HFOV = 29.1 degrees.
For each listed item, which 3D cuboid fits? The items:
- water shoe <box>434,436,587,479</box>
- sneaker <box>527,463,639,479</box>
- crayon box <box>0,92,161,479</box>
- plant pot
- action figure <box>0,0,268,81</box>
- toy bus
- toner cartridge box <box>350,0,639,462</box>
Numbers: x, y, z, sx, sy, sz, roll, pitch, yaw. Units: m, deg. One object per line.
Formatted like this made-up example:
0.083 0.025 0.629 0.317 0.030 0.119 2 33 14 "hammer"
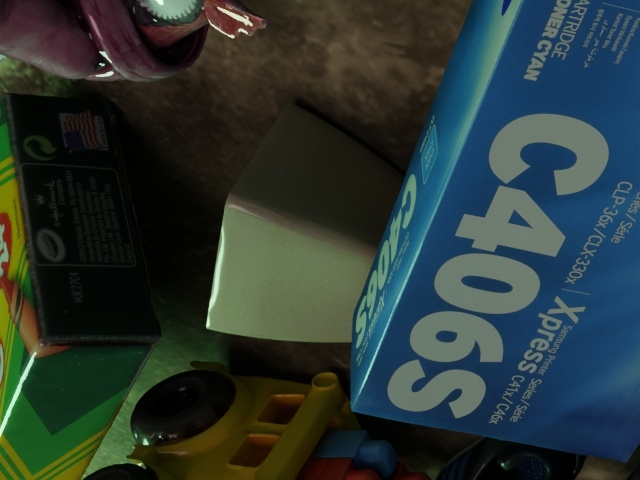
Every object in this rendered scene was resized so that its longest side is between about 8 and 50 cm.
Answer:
0.105 0.174 0.807 0.073 0.080 0.203 35 135 12 "water shoe"
0.164 0.179 0.705 0.221 0.083 0.087 -14 138 -2 "sneaker"
-0.214 0.074 0.895 0.318 0.081 0.202 -58 40 45 "crayon box"
0.000 0.000 0.747 0.096 0.109 0.109 20 132 8 "plant pot"
-0.178 -0.138 0.672 0.370 0.248 0.275 19 131 29 "action figure"
-0.039 0.193 0.838 0.211 0.220 0.149 -3 121 31 "toy bus"
0.135 -0.035 0.589 0.165 0.075 0.347 10 133 -8 "toner cartridge box"
